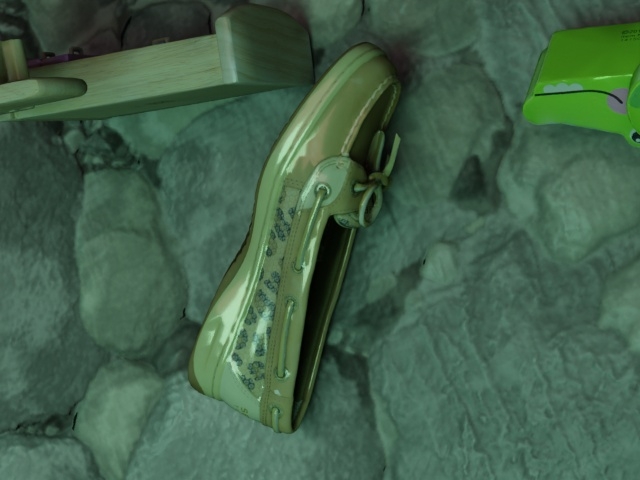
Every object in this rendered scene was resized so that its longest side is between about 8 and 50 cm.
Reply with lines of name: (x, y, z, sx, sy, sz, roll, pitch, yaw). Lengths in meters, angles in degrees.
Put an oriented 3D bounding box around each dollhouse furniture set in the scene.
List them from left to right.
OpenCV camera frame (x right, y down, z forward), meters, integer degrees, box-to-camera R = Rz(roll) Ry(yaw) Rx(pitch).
dollhouse furniture set: (-0.159, -0.246, 0.804, 0.198, 0.286, 0.303, -7, 94, 23)

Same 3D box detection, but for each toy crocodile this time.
toy crocodile: (0.295, -0.106, 0.699, 0.341, 0.105, 0.115, -5, 42, 24)

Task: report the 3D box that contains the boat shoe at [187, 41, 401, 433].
boat shoe: (0.000, 0.000, 0.820, 0.089, 0.104, 0.285, 29, 107, 19)
